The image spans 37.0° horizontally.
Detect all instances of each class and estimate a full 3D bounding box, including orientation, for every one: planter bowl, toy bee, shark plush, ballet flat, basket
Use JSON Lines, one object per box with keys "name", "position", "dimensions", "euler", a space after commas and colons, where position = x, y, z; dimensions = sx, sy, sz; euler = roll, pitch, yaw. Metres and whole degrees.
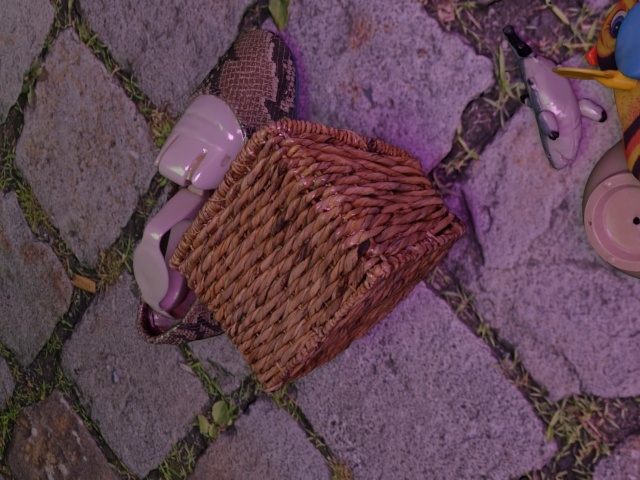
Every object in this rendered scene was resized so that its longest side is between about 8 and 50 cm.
{"name": "planter bowl", "position": [0.326, -0.029, 0.939], "dimensions": [0.162, 0.109, 0.162], "euler": [13, 111, 36]}
{"name": "toy bee", "position": [0.320, -0.166, 0.893], "dimensions": [0.195, 0.298, 0.162], "euler": [27, 158, -7]}
{"name": "shark plush", "position": [0.229, -0.155, 1.022], "dimensions": [0.161, 0.073, 0.067], "euler": [54, 160, 8]}
{"name": "ballet flat", "position": [-0.159, -0.046, 1.294], "dimensions": [0.164, 0.182, 0.482], "euler": [35, 123, 28]}
{"name": "basket", "position": [0.000, 0.000, 1.150], "dimensions": [0.223, 0.213, 0.299], "euler": [51, 134, 14]}
